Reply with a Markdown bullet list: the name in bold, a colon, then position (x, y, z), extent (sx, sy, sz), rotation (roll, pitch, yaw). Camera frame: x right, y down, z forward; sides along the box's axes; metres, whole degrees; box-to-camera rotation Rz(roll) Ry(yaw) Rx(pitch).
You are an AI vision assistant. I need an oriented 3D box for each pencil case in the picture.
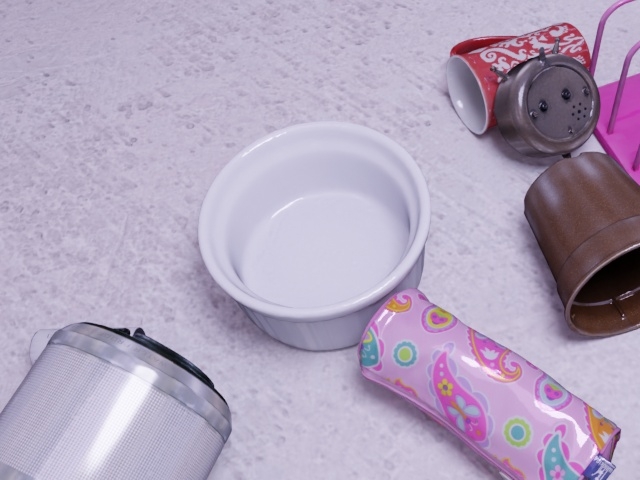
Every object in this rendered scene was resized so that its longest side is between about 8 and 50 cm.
- **pencil case**: position (0.173, 0.168, 0.819), extent (0.284, 0.124, 0.124), rotation (35, 70, 26)

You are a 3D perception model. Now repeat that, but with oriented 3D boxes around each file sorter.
- **file sorter**: position (0.478, -0.159, 0.933), extent (0.202, 0.182, 0.290), rotation (-19, 56, -2)

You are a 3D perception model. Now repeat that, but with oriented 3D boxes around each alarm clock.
- **alarm clock**: position (0.302, -0.155, 0.991), extent (0.129, 0.064, 0.192), rotation (-26, 101, -12)

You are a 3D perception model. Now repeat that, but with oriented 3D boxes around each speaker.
- **speaker**: position (-0.289, 0.136, 0.968), extent (0.136, 0.055, 0.055), rotation (-3, 57, 9)

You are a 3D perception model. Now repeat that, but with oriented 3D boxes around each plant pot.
- **plant pot**: position (0.324, -0.003, 0.886), extent (0.167, 0.167, 0.165), rotation (-18, 48, -1)

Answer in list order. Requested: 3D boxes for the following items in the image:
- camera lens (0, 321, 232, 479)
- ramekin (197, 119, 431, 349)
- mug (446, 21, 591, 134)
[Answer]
- **camera lens**: position (-0.236, 0.239, 0.793), extent (0.219, 0.219, 0.274), rotation (17, 63, 21)
- **ramekin**: position (0.000, 0.000, 0.952), extent (0.277, 0.135, 0.277), rotation (-5, 56, 8)
- **mug**: position (0.268, -0.246, 1.068), extent (0.169, 0.113, 0.150), rotation (-22, 76, -8)
